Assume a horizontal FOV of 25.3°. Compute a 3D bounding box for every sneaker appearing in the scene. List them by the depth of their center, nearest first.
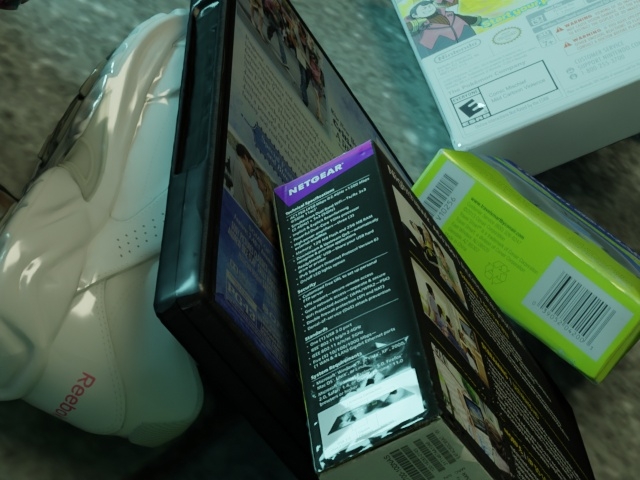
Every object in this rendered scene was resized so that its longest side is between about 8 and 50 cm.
[{"bbox_3d":[-0.063,-0.002,0.565,0.115,0.090,0.232,33,40,-12],"label":"sneaker"}]

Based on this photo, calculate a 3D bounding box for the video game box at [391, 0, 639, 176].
[{"bbox_3d":[0.150,-0.133,0.804,0.048,0.205,0.187,63,8,-47],"label":"video game box"}]

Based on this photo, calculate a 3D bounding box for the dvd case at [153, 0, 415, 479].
[{"bbox_3d":[0.000,0.000,0.568,0.180,0.022,0.253,52,22,-33],"label":"dvd case"}]

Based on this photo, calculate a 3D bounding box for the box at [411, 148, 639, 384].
[{"bbox_3d":[0.104,0.008,0.646,0.109,0.042,0.178,39,12,12],"label":"box"}]

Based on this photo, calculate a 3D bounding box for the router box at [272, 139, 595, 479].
[{"bbox_3d":[0.053,0.069,0.504,0.179,0.046,0.133,51,19,-37],"label":"router box"}]

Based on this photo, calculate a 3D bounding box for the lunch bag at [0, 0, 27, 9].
[{"bbox_3d":[-0.254,-0.175,0.562,0.293,0.120,0.258,44,14,8],"label":"lunch bag"}]
